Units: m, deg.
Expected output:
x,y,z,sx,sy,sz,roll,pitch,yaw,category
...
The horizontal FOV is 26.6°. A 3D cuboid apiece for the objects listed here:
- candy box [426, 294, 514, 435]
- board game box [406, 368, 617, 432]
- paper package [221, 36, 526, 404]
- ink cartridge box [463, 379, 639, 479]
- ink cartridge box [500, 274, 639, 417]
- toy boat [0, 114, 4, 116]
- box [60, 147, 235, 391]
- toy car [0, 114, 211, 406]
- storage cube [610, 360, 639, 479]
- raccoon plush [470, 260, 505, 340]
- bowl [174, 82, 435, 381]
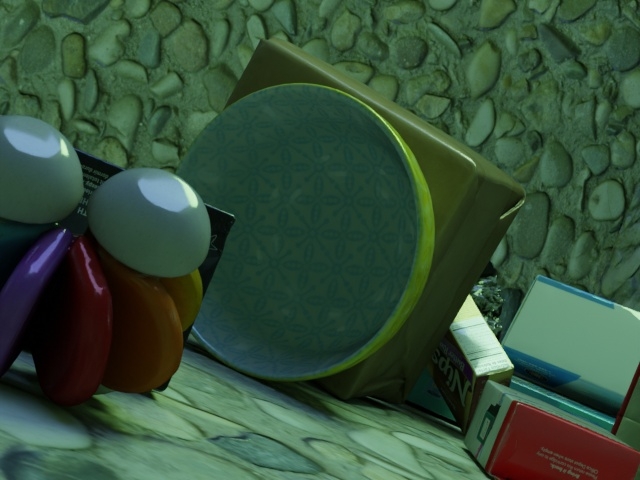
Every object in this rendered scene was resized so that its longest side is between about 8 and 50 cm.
x,y,z,sx,sy,sz,roll,pitch,yaw,category
0.160,0.124,1.599,0.053,0.109,0.187,-11,46,-16,candy box
0.259,0.222,1.757,0.336,0.079,0.254,22,-1,17,board game box
0.013,-0.020,1.539,0.325,0.309,0.168,33,8,26,paper package
0.228,0.209,1.333,0.134,0.078,0.231,22,0,-3,ink cartridge box
0.400,0.201,1.951,0.223,0.129,0.307,20,-20,23,ink cartridge box
-0.337,-0.036,1.338,0.151,0.151,0.231,-16,25,-38,toy boat
-0.211,-0.003,0.993,0.247,0.142,0.163,23,-2,-13,box
-0.159,0.031,0.785,0.182,0.159,0.136,22,36,-12,toy car
0.431,0.235,1.448,0.193,0.184,0.215,23,0,-4,storage cube
0.106,0.152,2.249,0.299,0.216,0.446,8,-27,-12,raccoon plush
0.000,0.000,1.360,0.289,0.290,0.156,22,3,28,bowl
